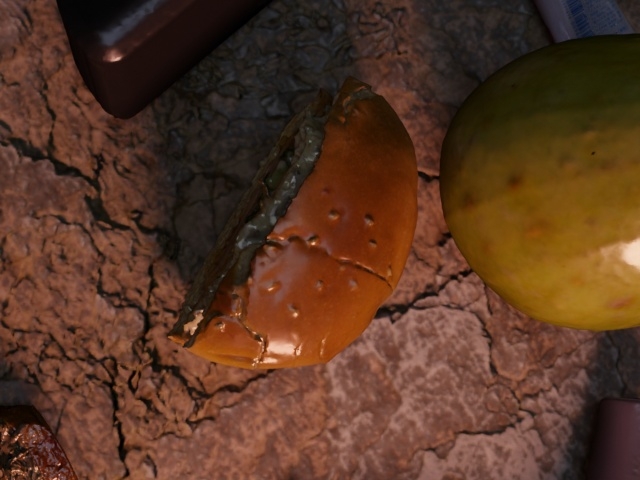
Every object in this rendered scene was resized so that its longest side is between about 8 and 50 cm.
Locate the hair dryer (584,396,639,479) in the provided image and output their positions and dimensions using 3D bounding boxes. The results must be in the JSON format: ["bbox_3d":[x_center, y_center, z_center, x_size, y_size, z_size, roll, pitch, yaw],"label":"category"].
[{"bbox_3d":[0.153,0.275,0.965,0.361,0.121,0.301,10,76,-5],"label":"hair dryer"}]

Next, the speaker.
[{"bbox_3d":[-0.091,-0.303,0.919,0.388,0.180,0.184,-43,88,-12],"label":"speaker"}]

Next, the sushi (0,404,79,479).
[{"bbox_3d":[-0.250,0.188,0.912,0.055,0.052,0.120,-30,94,-26],"label":"sushi"}]

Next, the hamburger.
[{"bbox_3d":[0.000,0.000,0.925,0.156,0.144,0.283,32,79,-8],"label":"hamburger"}]

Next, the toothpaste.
[{"bbox_3d":[0.238,-0.249,1.037,0.089,0.057,0.234,-33,99,-9],"label":"toothpaste"}]

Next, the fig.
[{"bbox_3d":[0.266,-0.052,0.896,0.258,0.326,0.258,7,80,-42],"label":"fig"}]
